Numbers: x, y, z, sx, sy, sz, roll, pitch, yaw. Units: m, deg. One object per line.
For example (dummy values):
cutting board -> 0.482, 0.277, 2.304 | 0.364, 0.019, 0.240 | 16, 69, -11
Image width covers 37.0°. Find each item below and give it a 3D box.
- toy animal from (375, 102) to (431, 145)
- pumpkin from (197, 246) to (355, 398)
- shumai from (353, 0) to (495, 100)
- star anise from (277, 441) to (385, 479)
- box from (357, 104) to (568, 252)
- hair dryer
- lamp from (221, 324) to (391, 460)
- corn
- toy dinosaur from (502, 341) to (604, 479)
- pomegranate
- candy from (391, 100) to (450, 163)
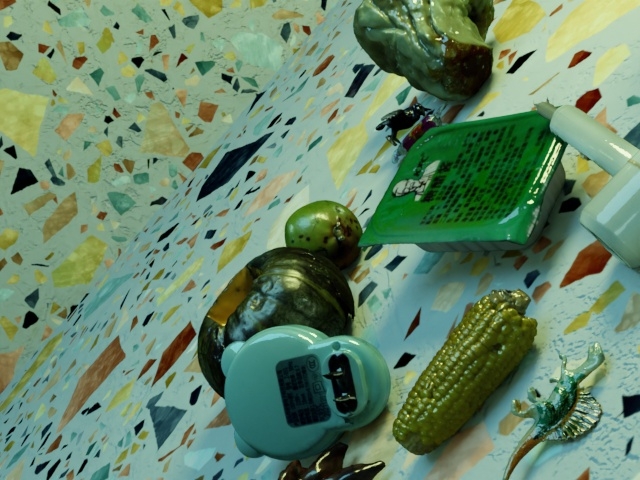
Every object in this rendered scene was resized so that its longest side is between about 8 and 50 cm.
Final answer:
toy animal -> 0.170, -0.251, 2.000 | 0.108, 0.062, 0.220 | -48, -12, 30
pumpkin -> -0.089, 0.150, 1.719 | 0.320, 0.192, 0.320 | -45, 14, 15
shumai -> 0.223, -0.405, 1.967 | 0.303, 0.309, 0.264 | -12, 46, 8
star anise -> -0.026, 0.383, 1.338 | 0.272, 0.102, 0.272 | -39, 26, 24
box -> 0.250, -0.070, 1.511 | 0.336, 0.106, 0.264 | -3, 49, 51
hair dryer -> 0.377, -0.115, 1.300 | 0.173, 0.107, 0.357 | -45, 33, 8
lamp -> -0.025, 0.231, 1.487 | 0.284, 0.210, 0.147 | -17, -7, 39
corn -> 0.193, 0.173, 1.270 | 0.262, 0.097, 0.097 | -52, 21, 0
toy dinosaur -> 0.280, 0.205, 1.126 | 0.106, 0.044, 0.187 | -8, 43, 38
pomegranate -> 0.002, 0.012, 1.884 | 0.220, 0.156, 0.156 | 103, -169, -56
candy -> 0.208, -0.219, 1.977 | 0.175, 0.043, 0.045 | -43, 19, 28
